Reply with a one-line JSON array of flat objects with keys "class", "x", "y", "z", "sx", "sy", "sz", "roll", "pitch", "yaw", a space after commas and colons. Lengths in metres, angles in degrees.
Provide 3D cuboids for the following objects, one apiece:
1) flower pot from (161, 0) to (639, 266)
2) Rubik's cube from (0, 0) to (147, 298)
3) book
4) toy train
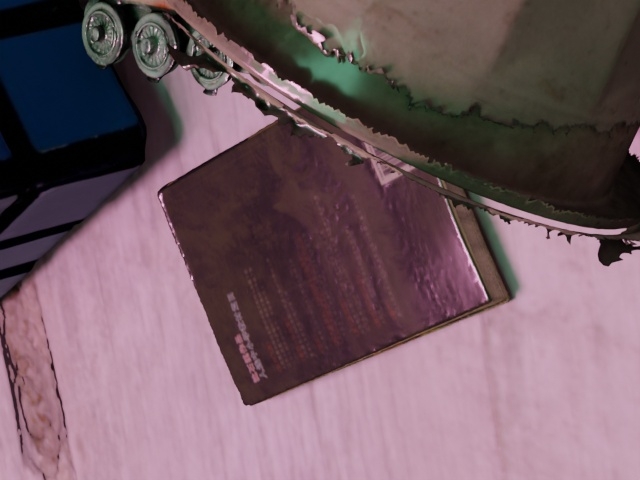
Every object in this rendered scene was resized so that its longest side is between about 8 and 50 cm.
[{"class": "flower pot", "x": 0.092, "y": -0.170, "z": 0.880, "sx": 0.290, "sy": 0.290, "sz": 0.259, "roll": 37, "pitch": 110, "yaw": 28}, {"class": "Rubik's cube", "x": -0.332, "y": -0.087, "z": 1.236, "sx": 0.293, "sy": 0.283, "sz": 0.288, "roll": -36, "pitch": 79, "yaw": 49}, {"class": "book", "x": 0.000, "y": 0.000, "z": 1.151, "sx": 0.228, "sy": 0.024, "sz": 0.160, "roll": -27, "pitch": 84, "yaw": 43}, {"class": "toy train", "x": -0.082, "y": -0.156, "z": 1.147, "sx": 0.176, "sy": 0.074, "sz": 0.118, "roll": 15, "pitch": 109, "yaw": 40}]
